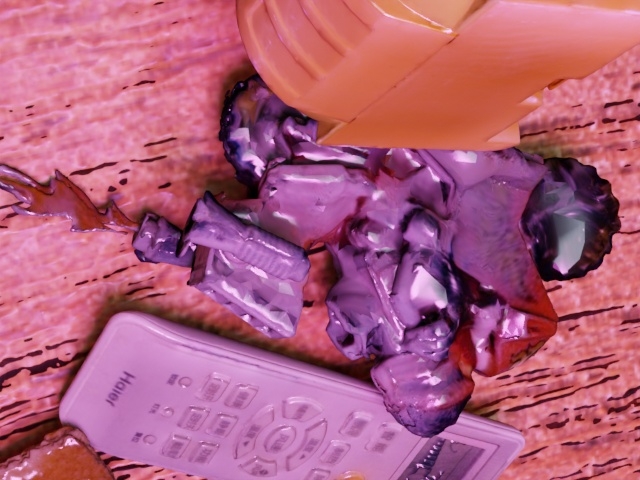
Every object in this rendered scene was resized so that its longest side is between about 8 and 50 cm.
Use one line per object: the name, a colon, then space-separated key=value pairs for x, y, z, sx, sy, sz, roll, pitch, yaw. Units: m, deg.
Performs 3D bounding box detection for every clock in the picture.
clock: x=0.066 y=-0.228 z=0.778 sx=0.200 sy=0.244 sz=0.317 roll=8 pitch=71 yaw=-25

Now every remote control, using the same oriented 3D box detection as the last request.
remote control: x=-0.016 y=0.121 z=0.955 sx=0.313 sy=0.055 sz=0.109 roll=19 pitch=122 yaw=-25

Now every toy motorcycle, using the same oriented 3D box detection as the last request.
toy motorcycle: x=0.000 y=0.000 z=0.885 sx=0.401 sy=0.134 sz=0.207 roll=17 pitch=81 yaw=-19

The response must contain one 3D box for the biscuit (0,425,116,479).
biscuit: x=-0.160 y=0.237 z=0.940 sx=0.131 sy=0.026 sz=0.237 roll=-30 pitch=119 yaw=-2
